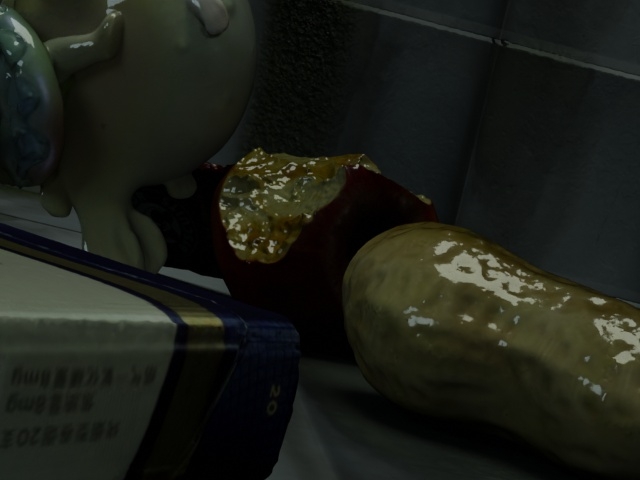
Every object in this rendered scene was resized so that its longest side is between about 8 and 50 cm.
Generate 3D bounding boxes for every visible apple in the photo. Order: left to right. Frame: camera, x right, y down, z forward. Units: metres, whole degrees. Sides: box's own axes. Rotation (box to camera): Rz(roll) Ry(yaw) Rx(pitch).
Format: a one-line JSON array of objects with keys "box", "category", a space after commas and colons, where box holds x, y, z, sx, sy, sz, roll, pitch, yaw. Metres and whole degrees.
[{"box": [0.000, 0.005, 0.960, 0.156, 0.147, 0.158, -25, 22, -26], "category": "apple"}]

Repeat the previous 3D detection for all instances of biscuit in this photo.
[{"box": [-0.096, -0.016, 1.124, 0.235, 0.151, 0.063, 11, 40, 24], "category": "biscuit"}]

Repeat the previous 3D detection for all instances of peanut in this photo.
[{"box": [0.103, 0.063, 0.717, 0.236, 0.110, 0.120, 26, -11, 43], "category": "peanut"}]

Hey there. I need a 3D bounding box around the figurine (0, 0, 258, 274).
[{"box": [-0.217, -0.079, 0.954, 0.394, 0.275, 0.226, -22, 2, -33], "category": "figurine"}]

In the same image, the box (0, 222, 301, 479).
[{"box": [-0.141, 0.032, 0.405, 0.168, 0.071, 0.259, 16, 3, 31], "category": "box"}]
